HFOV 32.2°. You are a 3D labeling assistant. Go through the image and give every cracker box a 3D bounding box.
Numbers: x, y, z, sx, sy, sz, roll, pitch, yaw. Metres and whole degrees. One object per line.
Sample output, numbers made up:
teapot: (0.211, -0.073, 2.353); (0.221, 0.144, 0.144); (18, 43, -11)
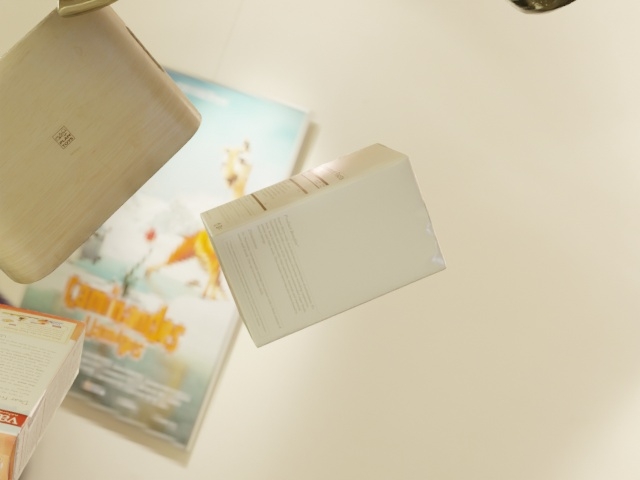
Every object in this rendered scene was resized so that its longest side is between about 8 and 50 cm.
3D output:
cracker box: (-0.329, 0.136, 1.049); (0.155, 0.067, 0.232); (13, 20, -1)

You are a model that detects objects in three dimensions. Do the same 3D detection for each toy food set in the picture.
toy food set: (-0.310, -0.126, 1.277); (0.220, 0.306, 0.092); (51, -15, -29)

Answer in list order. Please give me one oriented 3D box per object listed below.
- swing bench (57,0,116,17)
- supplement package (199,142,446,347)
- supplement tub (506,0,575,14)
swing bench: (-0.300, -0.382, 1.141); (0.254, 0.253, 0.165); (7, -31, -22)
supplement package: (0.000, 0.000, 1.587); (0.293, 0.178, 0.175); (-22, 15, -7)
supplement tub: (0.152, -0.390, 1.030); (0.338, 0.207, 0.207); (39, -9, -19)
